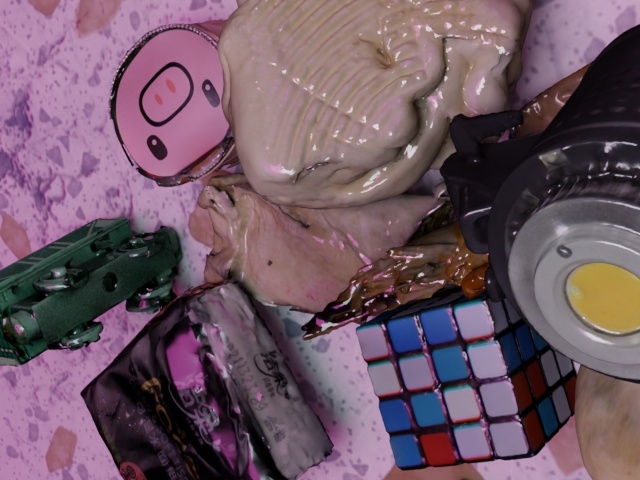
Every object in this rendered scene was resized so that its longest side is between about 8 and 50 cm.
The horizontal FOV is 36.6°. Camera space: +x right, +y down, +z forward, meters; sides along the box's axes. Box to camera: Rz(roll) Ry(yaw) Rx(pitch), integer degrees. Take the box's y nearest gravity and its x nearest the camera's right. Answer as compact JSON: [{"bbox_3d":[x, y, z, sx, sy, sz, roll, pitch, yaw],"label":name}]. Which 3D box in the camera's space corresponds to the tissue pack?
[{"bbox_3d":[-0.154,0.212,1.148,0.332,0.123,0.245,-38,80,46],"label":"tissue pack"}]

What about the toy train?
[{"bbox_3d":[-0.282,0.061,1.147,0.154,0.269,0.115,-6,110,37],"label":"toy train"}]

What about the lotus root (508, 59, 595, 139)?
[{"bbox_3d":[0.259,-0.071,0.907,0.170,0.074,0.261,9,105,34],"label":"lotus root"}]

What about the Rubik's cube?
[{"bbox_3d":[0.151,0.125,0.963,0.151,0.154,0.155,-15,92,33],"label":"Rubik's cube"}]

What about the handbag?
[{"bbox_3d":[-0.146,-0.159,1.105,0.205,0.116,0.179,-38,81,30],"label":"handbag"}]

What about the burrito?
[{"bbox_3d":[0.004,0.011,1.059,0.347,0.107,0.175,3,123,34],"label":"burrito"}]

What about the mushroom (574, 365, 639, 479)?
[{"bbox_3d":[0.332,0.166,0.784,0.253,0.260,0.234,-7,117,-6],"label":"mushroom"}]

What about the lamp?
[{"bbox_3d":[0.260,-0.030,0.700,0.374,0.272,0.205,-13,117,22],"label":"lamp"}]

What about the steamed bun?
[{"bbox_3d":[0.049,-0.174,0.922,0.320,0.206,0.275,-29,81,-2],"label":"steamed bun"}]

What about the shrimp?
[{"bbox_3d":[0.089,0.031,0.897,0.262,0.117,0.066,-28,102,9],"label":"shrimp"}]
